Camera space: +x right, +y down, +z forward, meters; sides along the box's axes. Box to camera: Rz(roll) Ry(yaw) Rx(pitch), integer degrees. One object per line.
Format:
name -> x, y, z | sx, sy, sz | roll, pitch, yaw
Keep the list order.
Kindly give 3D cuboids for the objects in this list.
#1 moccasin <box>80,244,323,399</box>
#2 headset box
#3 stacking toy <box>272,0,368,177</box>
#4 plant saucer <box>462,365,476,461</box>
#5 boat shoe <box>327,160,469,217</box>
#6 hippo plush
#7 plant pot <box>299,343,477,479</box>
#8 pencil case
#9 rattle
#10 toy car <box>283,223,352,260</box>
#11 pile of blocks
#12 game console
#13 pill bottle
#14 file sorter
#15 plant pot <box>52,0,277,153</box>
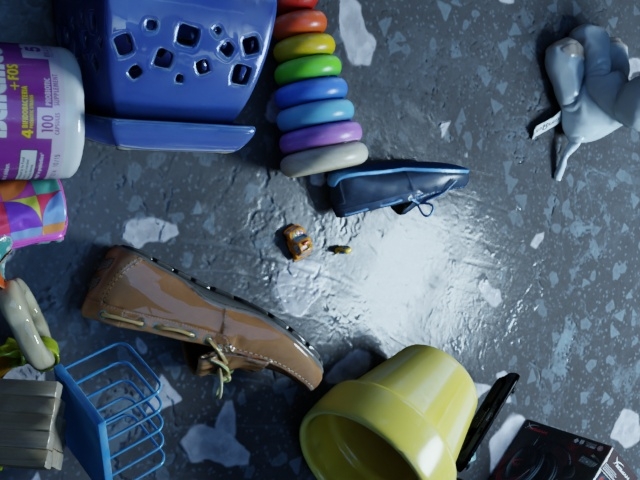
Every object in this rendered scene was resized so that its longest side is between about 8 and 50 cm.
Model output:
moccasin -> -0.163, 0.144, 1.219 | 0.380, 0.139, 0.147 | 29, 80, -30
headset box -> 0.417, 0.506, 1.560 | 0.110, 0.218, 0.293 | 48, 70, -24
stacking toy -> -0.024, -0.271, 1.294 | 0.141, 0.141, 0.331 | -13, 93, -30
plant saucer -> 0.260, 0.336, 1.567 | 0.067, 0.018, 0.192 | -13, 100, -30
boat shoe -> 0.131, -0.086, 1.421 | 0.258, 0.109, 0.089 | -5, 104, -15
hippo plush -> 0.568, -0.294, 1.580 | 0.294, 0.236, 0.234 | -45, 115, -21
plant pot -> 0.133, 0.306, 1.369 | 0.239, 0.254, 0.254 | -41, 114, -40
pencil case -> -0.443, -0.020, 1.058 | 0.236, 0.104, 0.105 | -16, 102, -29
rattle -> -0.423, 0.098, 1.053 | 0.142, 0.130, 0.200 | -10, 143, 1
toy car -> 0.000, 0.000, 1.366 | 0.122, 0.040, 0.060 | -8, 98, -31
pile of blocks -> -0.485, 0.278, 1.048 | 0.362, 0.113, 0.149 | -20, 67, -8
game console -> 0.255, 0.386, 1.458 | 0.044, 0.213, 0.361 | 34, 75, 5
pill bottle -> -0.450, -0.157, 0.996 | 0.301, 0.169, 0.169 | -3, 95, -27
file sorter -> -0.280, 0.241, 1.128 | 0.104, 0.118, 0.170 | -26, 140, -33
plant pot -> -0.216, -0.230, 1.111 | 0.235, 0.236, 0.212 | -3, 102, -32
